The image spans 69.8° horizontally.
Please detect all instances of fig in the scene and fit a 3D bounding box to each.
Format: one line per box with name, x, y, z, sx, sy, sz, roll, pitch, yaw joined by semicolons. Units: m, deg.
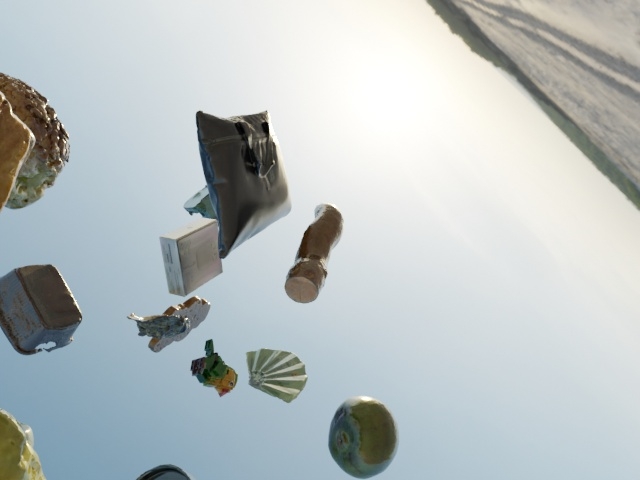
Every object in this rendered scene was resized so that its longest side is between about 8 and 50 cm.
fig;0.133;0.519;1.224;0.225;0.203;0.203;15;-141;-40

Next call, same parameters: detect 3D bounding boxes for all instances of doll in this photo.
doll;-0.376;0.468;1.647;0.186;0.106;0.134;52;-142;-17

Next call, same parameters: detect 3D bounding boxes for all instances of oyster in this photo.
oyster;-0.343;0.184;0.998;0.105;0.177;0.056;-5;-105;-3

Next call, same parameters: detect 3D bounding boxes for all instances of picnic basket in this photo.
picnic basket;-0.906;0.202;1.473;0.297;0.129;0.222;55;-162;12

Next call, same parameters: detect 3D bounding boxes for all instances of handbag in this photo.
handbag;-0.121;-0.109;0.755;0.254;0.089;0.211;-45;-49;-66

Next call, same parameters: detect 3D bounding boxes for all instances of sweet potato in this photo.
sweet potato;0.000;0.000;0.724;0.059;0.067;0.281;28;-146;-5

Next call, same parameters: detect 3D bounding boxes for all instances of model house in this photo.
model house;-0.352;-0.092;1.501;0.119;0.148;0.148;-51;-63;-26

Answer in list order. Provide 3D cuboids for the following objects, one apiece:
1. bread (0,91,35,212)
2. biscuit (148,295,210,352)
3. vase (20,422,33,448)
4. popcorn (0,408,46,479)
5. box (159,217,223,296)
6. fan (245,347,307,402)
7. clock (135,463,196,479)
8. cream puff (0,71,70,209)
bread;-0.370;-0.073;0.412;0.143;0.149;0.158;73;-157;-53
biscuit;-0.491;0.283;1.620;0.044;0.186;0.295;31;-168;13
vase;-0.795;0.582;1.119;0.128;0.128;0.248;19;-102;-37
popcorn;-0.449;0.348;0.497;0.335;0.279;0.274;70;-161;-1
box;-0.272;0.033;0.985;0.051;0.130;0.129;10;-156;24
fan;-0.104;0.292;1.033;0.131;0.009;0.240;-19;-159;-26
clock;-0.431;0.740;1.198;0.055;0.280;0.280;56;-165;-41
cream puff;-0.784;-0.255;1.183;0.327;0.343;0.231;26;-134;37
